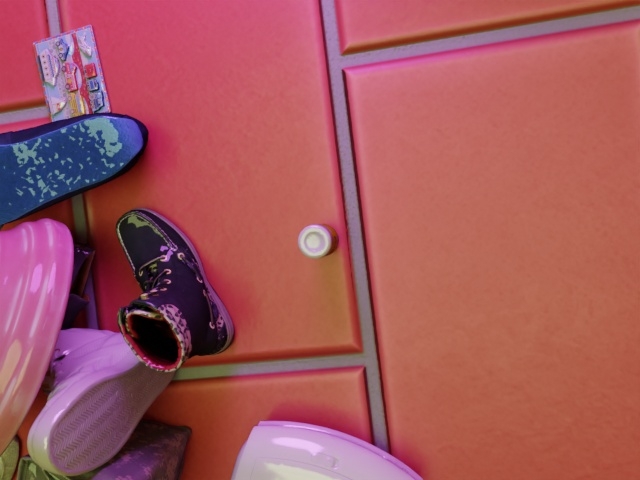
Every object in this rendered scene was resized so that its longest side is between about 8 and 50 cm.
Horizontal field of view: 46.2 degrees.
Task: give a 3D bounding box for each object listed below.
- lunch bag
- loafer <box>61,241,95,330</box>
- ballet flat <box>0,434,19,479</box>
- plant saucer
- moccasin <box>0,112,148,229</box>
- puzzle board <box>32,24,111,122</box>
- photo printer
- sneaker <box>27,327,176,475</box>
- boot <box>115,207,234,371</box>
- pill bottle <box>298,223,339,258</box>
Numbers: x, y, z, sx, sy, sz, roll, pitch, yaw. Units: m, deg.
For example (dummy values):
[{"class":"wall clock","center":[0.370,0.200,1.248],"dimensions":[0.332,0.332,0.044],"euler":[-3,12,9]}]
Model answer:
[{"class":"lunch bag","center":[-0.295,0.394,0.976],"dimensions":[0.169,0.235,0.287],"euler":[16,96,8]},{"class":"loafer","center":[-0.360,0.084,1.066],"dimensions":[0.061,0.062,0.170],"euler":[7,95,7]},{"class":"ballet flat","center":[-0.494,0.360,1.110],"dimensions":[0.057,0.052,0.168],"euler":[23,97,10]},{"class":"plant saucer","center":[-0.425,0.120,0.960],"dimensions":[0.084,0.332,0.332],"euler":[23,99,-31]},{"class":"moccasin","center":[-0.395,-0.091,1.041],"dimensions":[0.342,0.117,0.137],"euler":[-9,103,7]},{"class":"puzzle board","center":[-0.358,-0.234,1.075],"dimensions":[0.096,0.011,0.128],"euler":[-13,89,12]},{"class":"photo printer","center":[-0.013,0.400,0.983],"dimensions":[0.256,0.107,0.307],"euler":[16,95,10]},{"class":"sneaker","center":[-0.317,0.195,0.951],"dimensions":[0.169,0.292,0.108],"euler":[1,105,15]},{"class":"boot","center":[-0.212,0.059,0.972],"dimensions":[0.085,0.178,0.236],"euler":[-35,86,11]},{"class":"pill bottle","center":[0.000,0.000,0.974],"dimensions":[0.043,0.083,0.043],"euler":[1,93,11]}]
